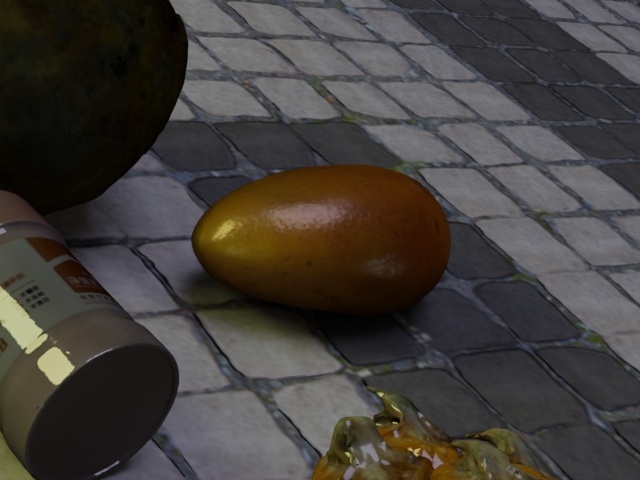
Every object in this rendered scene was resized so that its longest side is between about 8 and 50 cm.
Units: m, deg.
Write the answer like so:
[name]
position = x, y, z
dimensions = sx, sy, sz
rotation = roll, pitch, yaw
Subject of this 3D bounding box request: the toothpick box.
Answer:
[toothpick box]
position = -0.159, 0.052, 0.803
dimensions = 0.098, 0.098, 0.149
rotation = -9, 41, -44

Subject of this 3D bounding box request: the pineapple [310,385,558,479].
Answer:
[pineapple]
position = 0.064, 0.185, 0.523
dimensions = 0.161, 0.158, 0.334
rotation = 41, 44, -47

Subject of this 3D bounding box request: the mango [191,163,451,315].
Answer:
[mango]
position = 0.002, -0.006, 1.017
dimensions = 0.217, 0.102, 0.141
rotation = -3, 29, -43

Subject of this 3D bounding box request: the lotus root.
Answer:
[lotus root]
position = -0.259, -0.134, 0.933
dimensions = 0.346, 0.250, 0.250
rotation = 11, 29, -26
